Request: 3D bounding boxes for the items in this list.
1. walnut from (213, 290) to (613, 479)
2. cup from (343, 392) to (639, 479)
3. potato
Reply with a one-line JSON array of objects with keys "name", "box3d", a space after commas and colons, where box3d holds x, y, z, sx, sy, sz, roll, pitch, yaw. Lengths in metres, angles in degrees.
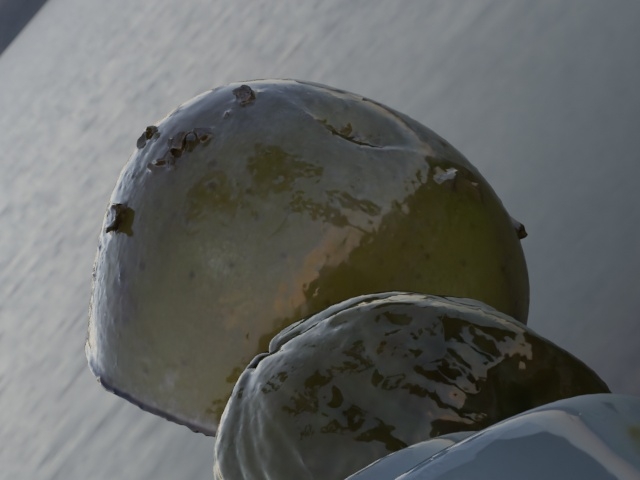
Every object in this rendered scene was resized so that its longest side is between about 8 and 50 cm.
[{"name": "walnut", "box3d": [0.071, 0.153, 0.900, 0.283, 0.283, 0.227, -43, 5, 21]}, {"name": "cup", "box3d": [0.056, 0.183, 0.496, 0.347, 0.347, 0.163, -48, 57, 7]}, {"name": "potato", "box3d": [0.000, 0.000, 1.418, 0.385, 0.442, 0.319, -61, -15, -68]}]
